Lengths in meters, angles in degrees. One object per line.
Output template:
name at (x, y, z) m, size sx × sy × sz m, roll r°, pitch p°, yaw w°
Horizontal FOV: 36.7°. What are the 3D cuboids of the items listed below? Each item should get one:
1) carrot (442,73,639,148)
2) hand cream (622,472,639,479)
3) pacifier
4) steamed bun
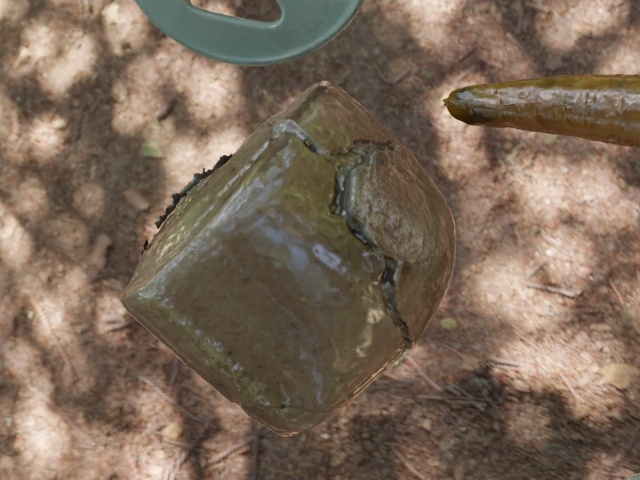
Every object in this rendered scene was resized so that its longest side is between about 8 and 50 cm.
carrot at (0.190, -0.100, 0.738) m, size 0.209 × 0.061 × 0.061 m, roll 9°, pitch 77°, yaw 30°
hand cream at (0.520, 0.293, 1.235) m, size 0.340 × 0.124 × 0.078 m, roll -24°, pitch 85°, yaw 1°
pacifier at (-0.080, -0.293, 0.819) m, size 0.288 × 0.343 × 0.269 m, roll 10°, pitch 31°, yaw 0°
steamed bun at (0.000, 0.000, 0.846) m, size 0.301 × 0.251 × 0.199 m, roll -54°, pitch 8°, yaw -35°
